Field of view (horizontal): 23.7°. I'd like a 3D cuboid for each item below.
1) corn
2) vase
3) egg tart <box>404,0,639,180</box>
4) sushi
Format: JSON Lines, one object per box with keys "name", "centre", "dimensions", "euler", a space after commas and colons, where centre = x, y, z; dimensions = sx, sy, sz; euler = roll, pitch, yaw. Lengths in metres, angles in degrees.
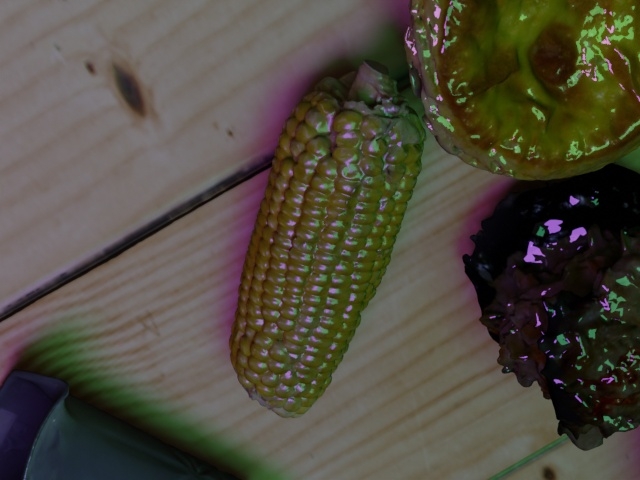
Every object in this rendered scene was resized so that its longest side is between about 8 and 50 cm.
{"name": "corn", "centre": [0.000, 0.000, 1.337], "dimensions": [0.130, 0.130, 0.347], "euler": [7, 120, -22]}
{"name": "vase", "centre": [-0.190, 0.247, 1.414], "dimensions": [0.301, 0.156, 0.251], "euler": [25, 124, -35]}
{"name": "egg tart", "centre": [0.198, -0.187, 1.301], "dimensions": [0.295, 0.116, 0.294], "euler": [-9, 120, -16]}
{"name": "sushi", "centre": [0.262, 0.064, 1.406], "dimensions": [0.225, 0.218, 0.238], "euler": [-45, 122, 14]}
